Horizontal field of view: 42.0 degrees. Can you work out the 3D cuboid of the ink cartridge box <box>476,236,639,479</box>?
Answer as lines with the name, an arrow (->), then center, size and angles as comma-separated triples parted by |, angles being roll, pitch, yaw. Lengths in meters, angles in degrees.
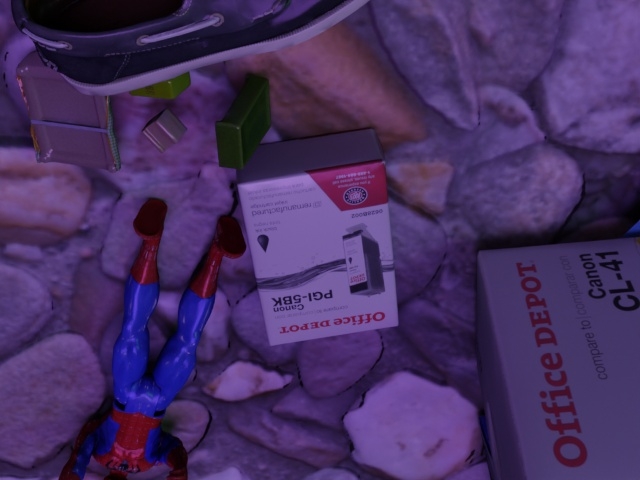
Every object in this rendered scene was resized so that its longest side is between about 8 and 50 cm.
ink cartridge box -> 0.268, 0.106, 0.549 | 0.306, 0.226, 0.131 | -4, 129, 4

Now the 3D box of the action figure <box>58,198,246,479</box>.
action figure -> -0.131, 0.126, 0.605 | 0.091, 0.139, 0.280 | 14, 122, -12

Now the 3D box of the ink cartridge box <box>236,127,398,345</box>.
ink cartridge box -> 0.000, 0.000, 0.581 | 0.099, 0.056, 0.135 | -9, 122, -1

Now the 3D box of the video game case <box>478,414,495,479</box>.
video game case -> 0.294, 0.228, 0.748 | 0.269, 0.061, 0.244 | -15, 123, 3

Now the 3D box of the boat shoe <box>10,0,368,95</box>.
boat shoe -> -0.051, -0.150, 0.454 | 0.233, 0.084, 0.079 | -21, 160, 3

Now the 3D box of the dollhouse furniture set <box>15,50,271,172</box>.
dollhouse furniture set -> -0.113, -0.088, 0.537 | 0.151, 0.059, 0.076 | 8, 130, 12

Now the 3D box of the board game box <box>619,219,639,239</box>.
board game box -> 0.301, -0.016, 0.615 | 0.133, 0.033, 0.169 | 25, 126, -18
